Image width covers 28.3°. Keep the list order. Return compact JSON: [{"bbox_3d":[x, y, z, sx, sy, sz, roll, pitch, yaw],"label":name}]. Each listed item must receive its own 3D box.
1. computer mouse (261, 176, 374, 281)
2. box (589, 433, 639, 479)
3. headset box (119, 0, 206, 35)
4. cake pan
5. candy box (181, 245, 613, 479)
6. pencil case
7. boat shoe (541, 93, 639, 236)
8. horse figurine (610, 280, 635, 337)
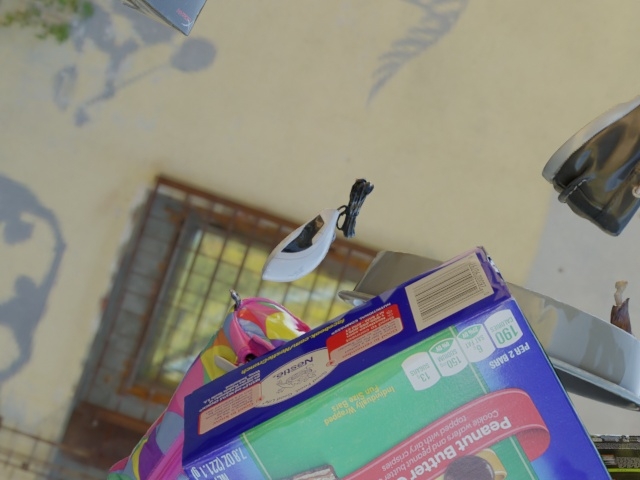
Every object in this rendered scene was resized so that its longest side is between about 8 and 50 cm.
[{"bbox_3d":[0.000,0.000,1.526,0.193,0.042,0.106,-41,166,-40],"label":"computer mouse"},{"bbox_3d":[0.389,0.278,1.386,0.184,0.190,0.045,-93,-175,-64],"label":"box"},{"bbox_3d":[-0.170,-0.424,1.533,0.293,0.110,0.218,-62,164,-1],"label":"headset box"},{"bbox_3d":[0.160,0.078,1.137,0.293,0.293,0.054,128,-18,-83],"label":"cake pan"},{"bbox_3d":[0.085,0.208,0.969,0.268,0.317,0.122,-28,-160,7],"label":"candy box"},{"bbox_3d":[-0.092,0.153,1.095,0.236,0.104,0.104,-55,-171,25],"label":"pencil case"},{"bbox_3d":[0.360,-0.125,1.219,0.335,0.095,0.112,-37,167,-15],"label":"boat shoe"},{"bbox_3d":[0.445,0.140,1.574,0.066,0.263,0.175,-21,-116,56],"label":"horse figurine"}]
